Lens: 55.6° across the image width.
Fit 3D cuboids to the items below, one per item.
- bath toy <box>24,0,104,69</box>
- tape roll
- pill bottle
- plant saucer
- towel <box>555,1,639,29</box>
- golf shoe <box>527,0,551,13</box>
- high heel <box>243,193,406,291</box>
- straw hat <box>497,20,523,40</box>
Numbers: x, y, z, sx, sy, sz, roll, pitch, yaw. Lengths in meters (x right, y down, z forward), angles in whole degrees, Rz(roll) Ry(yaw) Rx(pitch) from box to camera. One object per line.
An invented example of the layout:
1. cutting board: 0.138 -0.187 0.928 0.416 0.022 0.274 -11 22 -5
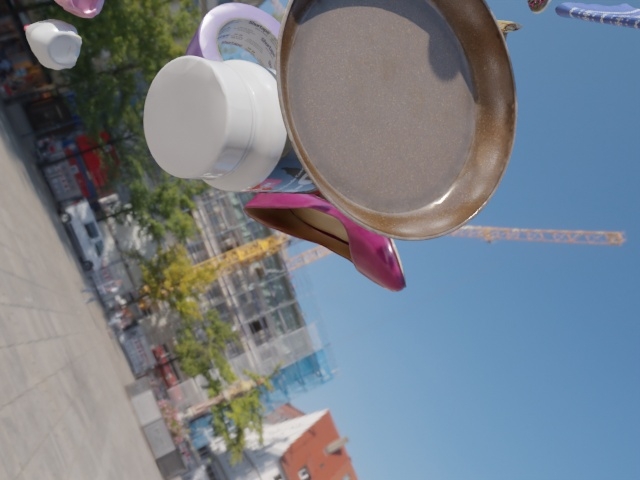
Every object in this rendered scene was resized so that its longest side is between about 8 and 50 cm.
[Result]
1. bath toy: -0.478 -0.508 1.204 0.129 0.348 0.151 32 7 27
2. tape roll: -0.137 -0.313 1.069 0.080 0.189 0.189 -32 -98 56
3. pill bottle: -0.076 -0.142 0.792 0.161 0.283 0.161 2 -86 33
4. plant saucer: 0.083 -0.155 0.639 0.050 0.310 0.311 0 -67 60
5. towel: 0.662 -0.428 1.181 0.336 0.243 0.040 38 -51 49
6. golf shoe: 0.570 -0.627 1.508 0.067 0.186 0.086 5 -27 44
7. high heel: 0.000 0.000 1.037 0.377 0.181 0.127 -129 -162 -56
8. straw hat: 0.448 -0.526 1.572 0.144 0.144 0.061 45 -37 48
